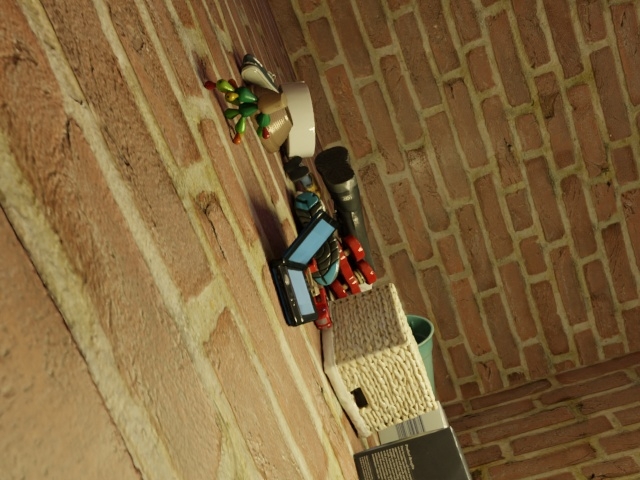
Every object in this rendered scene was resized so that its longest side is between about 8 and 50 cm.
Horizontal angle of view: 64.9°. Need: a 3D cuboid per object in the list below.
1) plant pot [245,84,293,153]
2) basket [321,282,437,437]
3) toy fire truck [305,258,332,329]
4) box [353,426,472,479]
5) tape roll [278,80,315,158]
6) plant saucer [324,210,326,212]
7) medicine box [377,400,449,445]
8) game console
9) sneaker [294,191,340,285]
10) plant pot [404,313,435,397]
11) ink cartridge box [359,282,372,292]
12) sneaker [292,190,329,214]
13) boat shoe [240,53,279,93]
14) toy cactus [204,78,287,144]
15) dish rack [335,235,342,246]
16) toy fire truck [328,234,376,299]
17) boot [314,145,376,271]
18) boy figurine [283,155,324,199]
[{"bbox_3d":[-0.163,-0.426,1.717,0.237,0.109,0.238,-18,90,-82],"label":"plant pot"},{"bbox_3d":[0.176,0.368,1.602,0.331,0.266,0.329,-97,165,-61],"label":"basket"},{"bbox_3d":[-0.013,0.164,1.547,0.192,0.047,0.135,-101,171,-46],"label":"toy fire truck"},{"bbox_3d":[0.284,0.680,1.492,0.296,0.293,0.183,55,18,-64],"label":"box"},{"bbox_3d":[-0.096,-0.459,1.938,0.286,0.100,0.287,172,-90,-82],"label":"tape roll"},{"bbox_3d":[-0.012,-0.081,1.892,0.013,0.083,0.083,47,14,-13],"label":"plant saucer"},{"bbox_3d":[0.382,0.768,2.018,0.289,0.263,0.149,56,18,-58],"label":"medicine box"},{"bbox_3d":[-0.010,0.080,1.353,0.293,0.173,0.250,25,46,-78],"label":"game console"},{"bbox_3d":[0.000,0.000,1.750,0.140,0.124,0.341,65,13,-67],"label":"sneaker"},{"bbox_3d":[0.349,0.546,2.190,0.341,0.340,0.335,-82,159,-72],"label":"plant pot"},{"bbox_3d":[0.161,0.235,2.073,0.231,0.077,0.134,-76,179,-49],"label":"ink cartridge box"},{"bbox_3d":[-0.038,-0.135,1.922,0.235,0.094,0.090,46,28,-67],"label":"sneaker"},{"bbox_3d":[-0.209,-0.560,1.793,0.254,0.095,0.079,37,45,-60],"label":"boat shoe"},{"bbox_3d":[-0.172,-0.330,1.263,0.219,0.180,0.112,55,37,-45],"label":"toy cactus"},{"bbox_3d":[0.086,0.131,2.187,0.208,0.074,0.272,42,30,-71],"label":"dish rack"},{"bbox_3d":[0.064,0.082,1.935,0.302,0.169,0.254,63,-10,-32],"label":"toy fire truck"},{"bbox_3d":[0.110,-0.120,2.067,0.367,0.146,0.446,-98,171,-56],"label":"boot"},{"bbox_3d":[-0.057,-0.227,2.002,0.177,0.092,0.285,59,1,24],"label":"boy figurine"}]
